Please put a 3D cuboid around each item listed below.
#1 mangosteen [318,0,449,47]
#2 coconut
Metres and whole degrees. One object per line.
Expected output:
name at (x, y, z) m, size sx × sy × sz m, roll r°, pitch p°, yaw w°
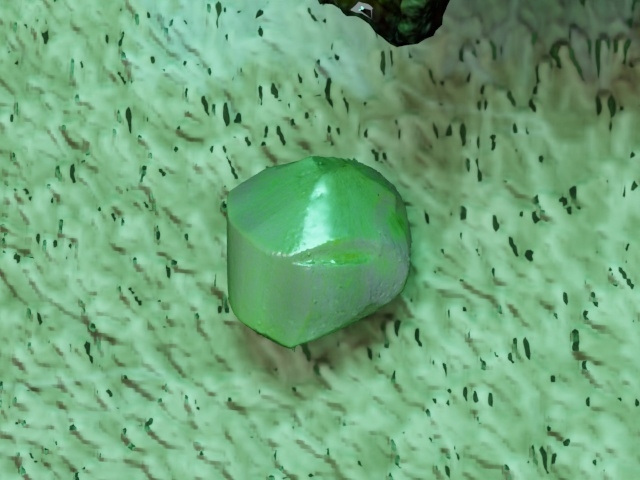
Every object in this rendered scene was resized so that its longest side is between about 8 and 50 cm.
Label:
mangosteen at (0.113, -0.252, 0.678) m, size 0.330 × 0.330 × 0.330 m, roll -3°, pitch 82°, yaw 19°
coconut at (0.000, 0.000, 0.800) m, size 0.083 × 0.082 × 0.081 m, roll 27°, pitch 126°, yaw 29°
